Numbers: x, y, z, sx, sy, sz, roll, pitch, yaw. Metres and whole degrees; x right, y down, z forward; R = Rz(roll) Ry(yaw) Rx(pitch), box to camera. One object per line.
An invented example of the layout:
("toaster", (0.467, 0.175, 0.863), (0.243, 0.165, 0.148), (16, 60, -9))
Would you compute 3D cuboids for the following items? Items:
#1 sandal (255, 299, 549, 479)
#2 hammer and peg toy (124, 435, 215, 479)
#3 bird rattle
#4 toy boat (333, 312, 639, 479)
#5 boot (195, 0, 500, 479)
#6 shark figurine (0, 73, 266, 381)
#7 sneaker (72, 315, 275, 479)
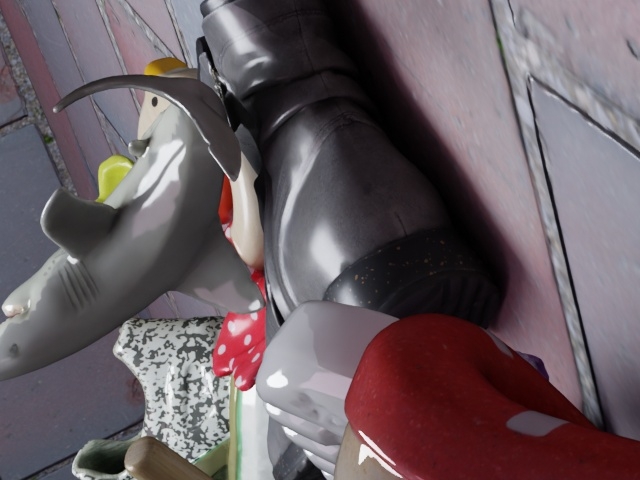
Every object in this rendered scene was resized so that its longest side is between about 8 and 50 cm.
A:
("sandal", (0.089, 0.101, 0.790), (0.169, 0.102, 0.416), (25, 167, 18))
("hammer and peg toy", (0.040, 0.211, 0.790), (0.266, 0.127, 0.361), (31, 168, -22))
("bird rattle", (-0.084, -0.019, 1.305), (0.253, 0.143, 0.207), (47, 143, 49))
("toy boat", (0.118, 0.058, 0.502), (0.231, 0.151, 0.151), (13, 169, 35))
("boot", (0.000, 0.000, 1.026), (0.222, 0.118, 0.338), (63, 158, 21))
("shark figurine", (-0.070, -0.010, 0.936), (0.116, 0.166, 0.278), (46, 142, 8))
("sneaker", (-0.115, 0.212, 1.487), (0.158, 0.182, 0.410), (-80, 0, -62))
